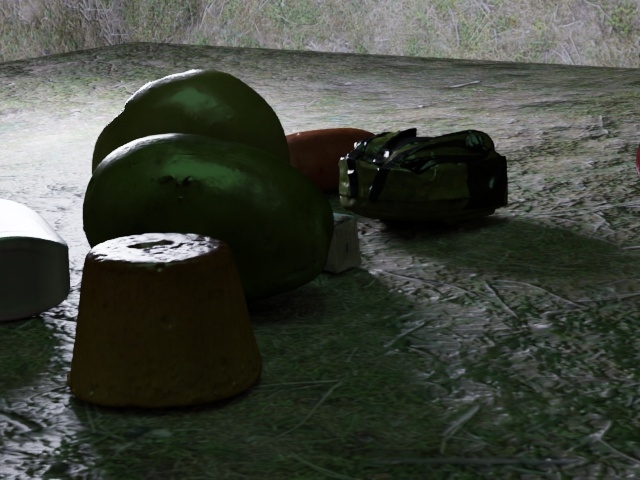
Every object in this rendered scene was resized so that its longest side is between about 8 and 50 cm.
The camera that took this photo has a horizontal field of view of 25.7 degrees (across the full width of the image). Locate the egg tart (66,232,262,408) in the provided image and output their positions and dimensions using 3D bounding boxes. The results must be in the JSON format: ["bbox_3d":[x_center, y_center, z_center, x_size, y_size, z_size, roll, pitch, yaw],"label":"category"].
[{"bbox_3d":[-0.161,0.075,1.423,0.202,0.147,0.202,-2,12,0],"label":"egg tart"}]

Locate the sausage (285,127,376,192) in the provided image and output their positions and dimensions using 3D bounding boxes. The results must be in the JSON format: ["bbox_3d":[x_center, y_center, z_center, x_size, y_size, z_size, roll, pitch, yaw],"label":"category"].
[{"bbox_3d":[-0.017,-0.127,2.282,0.259,0.113,0.113,-13,18,-43],"label":"sausage"}]

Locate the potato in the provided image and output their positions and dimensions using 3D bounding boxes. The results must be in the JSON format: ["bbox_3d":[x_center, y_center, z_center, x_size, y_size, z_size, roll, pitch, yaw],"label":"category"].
[{"bbox_3d":[-0.137,-0.022,1.691,0.304,0.216,0.216,11,15,2],"label":"potato"}]

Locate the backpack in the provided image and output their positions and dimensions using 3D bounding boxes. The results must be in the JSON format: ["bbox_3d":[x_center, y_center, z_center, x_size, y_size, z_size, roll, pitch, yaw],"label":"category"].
[{"bbox_3d":[0.145,-0.094,2.071,0.207,0.140,0.253,9,13,42],"label":"backpack"}]

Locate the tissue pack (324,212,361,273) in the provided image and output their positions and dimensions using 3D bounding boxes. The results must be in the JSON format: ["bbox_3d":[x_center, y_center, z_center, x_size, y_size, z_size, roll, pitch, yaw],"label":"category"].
[{"bbox_3d":[0.000,0.000,1.854,0.094,0.074,0.059,12,27,39],"label":"tissue pack"}]

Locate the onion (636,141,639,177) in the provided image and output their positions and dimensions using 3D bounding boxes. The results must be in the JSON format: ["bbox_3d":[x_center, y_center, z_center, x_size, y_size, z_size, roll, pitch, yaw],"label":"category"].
[{"bbox_3d":[0.592,-0.118,2.095,0.248,0.161,0.248,8,9,-1],"label":"onion"}]

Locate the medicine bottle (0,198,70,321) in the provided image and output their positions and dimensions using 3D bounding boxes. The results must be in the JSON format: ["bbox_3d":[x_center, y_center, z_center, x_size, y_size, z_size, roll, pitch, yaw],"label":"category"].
[{"bbox_3d":[-0.418,0.014,1.766,0.161,0.111,0.296,-6,17,-23],"label":"medicine bottle"}]

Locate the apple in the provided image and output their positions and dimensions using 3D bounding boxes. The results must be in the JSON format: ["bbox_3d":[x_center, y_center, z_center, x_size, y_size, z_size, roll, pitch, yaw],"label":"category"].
[{"bbox_3d":[-0.168,-0.103,1.906,0.279,0.279,0.279,-1,14,0],"label":"apple"}]
